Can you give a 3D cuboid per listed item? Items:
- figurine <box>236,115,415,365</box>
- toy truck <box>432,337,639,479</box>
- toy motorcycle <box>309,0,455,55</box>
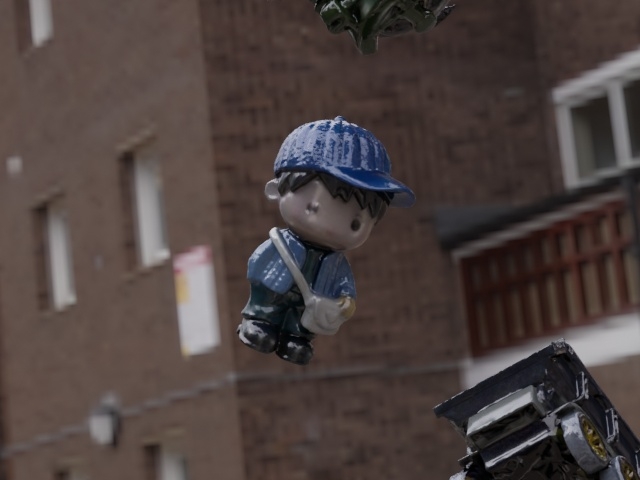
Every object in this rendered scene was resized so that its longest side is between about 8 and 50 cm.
[{"bbox_3d":[0.000,0.000,1.229,0.086,0.149,0.087,19,10,-11],"label":"figurine"},{"bbox_3d":[0.142,0.143,1.049,0.083,0.192,0.092,-31,21,19],"label":"toy truck"},{"bbox_3d":[0.058,-0.258,1.259,0.275,0.205,0.127,-41,-30,18],"label":"toy motorcycle"}]
